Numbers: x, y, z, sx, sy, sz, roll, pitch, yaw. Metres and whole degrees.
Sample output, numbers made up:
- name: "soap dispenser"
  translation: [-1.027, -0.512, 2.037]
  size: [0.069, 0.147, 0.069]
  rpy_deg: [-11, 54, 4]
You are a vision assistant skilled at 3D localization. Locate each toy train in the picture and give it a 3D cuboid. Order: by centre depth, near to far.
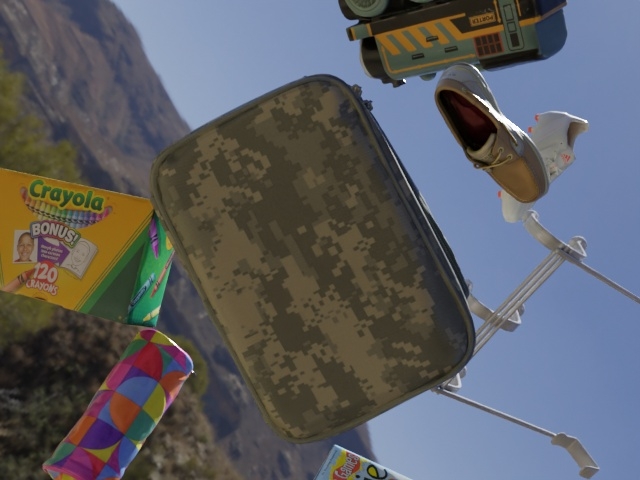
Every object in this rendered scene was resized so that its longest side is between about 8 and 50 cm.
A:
- name: "toy train"
  translation: [0.174, -0.315, 1.142]
  size: [0.334, 0.142, 0.190]
  rpy_deg: [-4, -69, 39]

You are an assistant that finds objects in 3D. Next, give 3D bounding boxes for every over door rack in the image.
- name: "over door rack"
  translation: [0.281, 0.126, 1.016]
  size: [0.324, 0.239, 0.108]
  rpy_deg: [31, 20, -24]

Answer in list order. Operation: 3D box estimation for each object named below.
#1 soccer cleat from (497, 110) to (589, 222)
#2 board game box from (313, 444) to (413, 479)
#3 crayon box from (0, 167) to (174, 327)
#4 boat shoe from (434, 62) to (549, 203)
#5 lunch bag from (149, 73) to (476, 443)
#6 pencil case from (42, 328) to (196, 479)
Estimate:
- name: "soccer cleat"
  translation: [0.305, -0.104, 1.156]
  size: [0.076, 0.196, 0.068]
  rpy_deg: [12, -32, 34]
- name: "board game box"
  translation: [0.110, 0.440, 1.212]
  size: [0.275, 0.142, 0.144]
  rpy_deg: [20, -44, 18]
- name: "crayon box"
  translation: [-0.339, 0.007, 1.155]
  size: [0.278, 0.165, 0.081]
  rpy_deg: [12, -5, 22]
- name: "boat shoe"
  translation: [0.137, -0.080, 0.693]
  size: [0.135, 0.045, 0.050]
  rpy_deg: [50, -46, -8]
- name: "lunch bag"
  translation: [0.000, 0.000, 0.807]
  size: [0.305, 0.213, 0.256]
  rpy_deg: [62, 5, -3]
- name: "pencil case"
  translation: [-0.260, 0.228, 1.106]
  size: [0.104, 0.236, 0.104]
  rpy_deg: [21, -37, 16]
